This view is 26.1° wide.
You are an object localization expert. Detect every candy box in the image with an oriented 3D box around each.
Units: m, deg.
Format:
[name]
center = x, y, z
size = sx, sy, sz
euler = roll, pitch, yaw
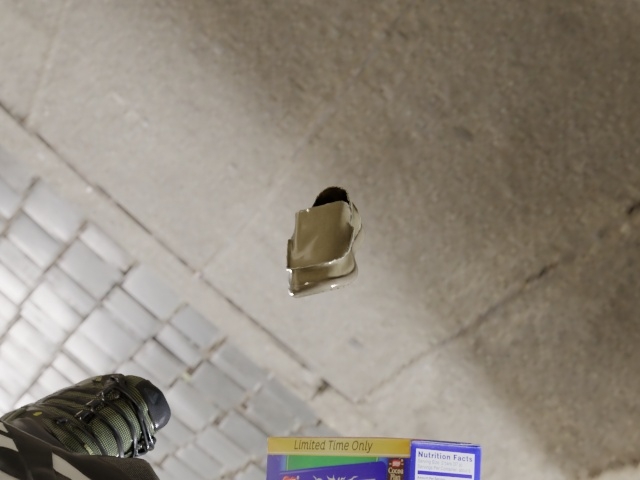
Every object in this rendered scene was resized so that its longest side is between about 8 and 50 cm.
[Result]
[candy box]
center = 0.051, 0.390, 1.618
size = 0.122, 0.317, 0.268
euler = 13, 166, -37

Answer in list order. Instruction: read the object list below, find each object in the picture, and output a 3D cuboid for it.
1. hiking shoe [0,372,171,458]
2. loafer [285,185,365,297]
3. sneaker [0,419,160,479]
[hiking shoe]
center = -0.166, 0.133, 0.987
size = 0.086, 0.114, 0.227
euler = 61, 173, -9
[loafer]
center = 0.000, 0.000, 1.036
size = 0.056, 0.148, 0.050
euler = -14, 107, 10
[sneaker]
center = -0.176, 0.147, 0.826
size = 0.217, 0.079, 0.121
euler = 26, -166, 38
